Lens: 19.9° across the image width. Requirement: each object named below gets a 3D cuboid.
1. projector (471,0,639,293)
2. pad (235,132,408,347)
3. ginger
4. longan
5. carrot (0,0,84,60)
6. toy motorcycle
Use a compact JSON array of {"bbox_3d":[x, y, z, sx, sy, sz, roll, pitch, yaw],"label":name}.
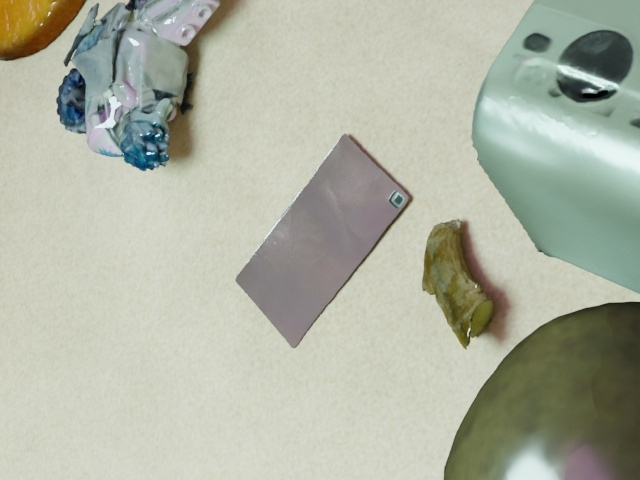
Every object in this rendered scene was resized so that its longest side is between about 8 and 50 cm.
[{"bbox_3d":[0.300,-0.087,1.390,0.249,0.248,0.248,25,74,39],"label":"projector"},{"bbox_3d":[0.000,0.000,1.764,0.188,0.006,0.113,-53,53,13],"label":"pad"},{"bbox_3d":[0.123,0.043,1.636,0.057,0.044,0.137,97,158,-47],"label":"ginger"},{"bbox_3d":[0.224,0.190,1.358,0.297,0.297,0.297,-12,68,34],"label":"longan"},{"bbox_3d":[-0.345,-0.356,2.093,0.258,0.100,0.307,2,84,36],"label":"carrot"},{"bbox_3d":[-0.177,-0.161,1.890,0.239,0.108,0.204,-59,42,36],"label":"toy motorcycle"}]
